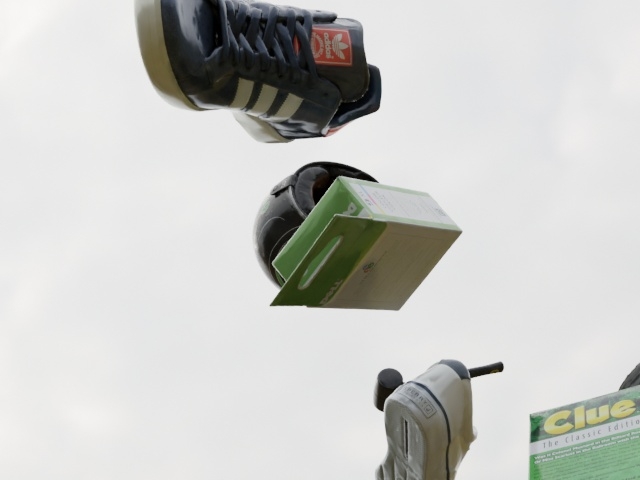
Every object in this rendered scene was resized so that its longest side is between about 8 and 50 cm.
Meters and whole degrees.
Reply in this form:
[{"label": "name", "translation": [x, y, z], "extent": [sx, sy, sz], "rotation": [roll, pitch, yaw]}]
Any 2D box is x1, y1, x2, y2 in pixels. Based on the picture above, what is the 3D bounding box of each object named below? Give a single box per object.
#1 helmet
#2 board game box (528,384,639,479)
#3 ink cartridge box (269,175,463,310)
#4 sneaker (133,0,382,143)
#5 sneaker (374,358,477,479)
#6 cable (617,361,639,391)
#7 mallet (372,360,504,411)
[{"label": "helmet", "translation": [0.000, 0.000, 1.684], "extent": [0.169, 0.169, 0.162], "rotation": [0, -39, -24]}, {"label": "board game box", "translation": [0.245, 0.116, 0.803], "extent": [0.259, 0.136, 0.030], "rotation": [-18, -63, 20]}, {"label": "ink cartridge box", "translation": [0.029, 0.005, 1.265], "extent": [0.209, 0.062, 0.109], "rotation": [5, -51, -54]}, {"label": "sneaker", "translation": [-0.042, -0.174, 1.260], "extent": [0.148, 0.131, 0.350], "rotation": [-6, -7, 20]}, {"label": "sneaker", "translation": [0.118, 0.217, 1.402], "extent": [0.091, 0.094, 0.258], "rotation": [-33, -30, -24]}, {"label": "cable", "translation": [0.305, 0.031, 1.064], "extent": [0.139, 0.072, 0.287], "rotation": [3, -64, -31]}, {"label": "mallet", "translation": [0.160, 0.197, 1.894], "extent": [0.189, 0.039, 0.062], "rotation": [-5, -40, -21]}]
